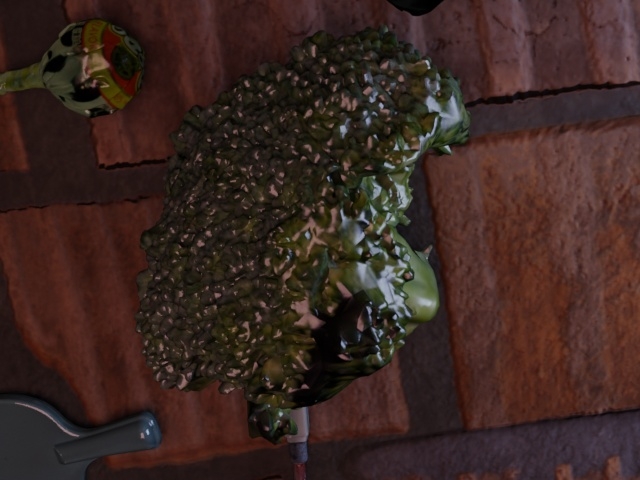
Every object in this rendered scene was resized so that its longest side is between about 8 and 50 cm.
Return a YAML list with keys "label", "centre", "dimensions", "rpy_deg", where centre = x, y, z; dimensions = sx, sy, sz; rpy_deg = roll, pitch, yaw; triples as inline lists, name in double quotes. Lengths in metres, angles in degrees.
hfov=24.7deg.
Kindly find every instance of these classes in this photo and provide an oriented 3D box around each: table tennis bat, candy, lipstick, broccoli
- label: "table tennis bat"
  centre: [-0.282, 0.222, 1.519]
  dimensions: [0.244, 0.040, 0.153]
  rpy_deg: [-15, 106, 11]
- label: "candy"
  centre: [-0.312, -0.142, 1.404]
  dimensions: [0.305, 0.083, 0.091]
  rpy_deg: [-12, 100, 14]
- label: "lipstick"
  centre: [-0.023, 0.207, 1.506]
  dimensions: [0.025, 0.025, 0.107]
  rpy_deg: [-3, 112, 4]
- label: "broccoli"
  centre: [-0.019, 0.003, 1.321]
  dimensions: [0.277, 0.338, 0.317]
  rpy_deg: [5, 132, 31]

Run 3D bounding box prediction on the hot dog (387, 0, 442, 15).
- label: "hot dog"
  centre: [0.130, -0.368, 1.294]
  dimensions: [0.194, 0.107, 0.326]
  rpy_deg: [43, 95, -19]
